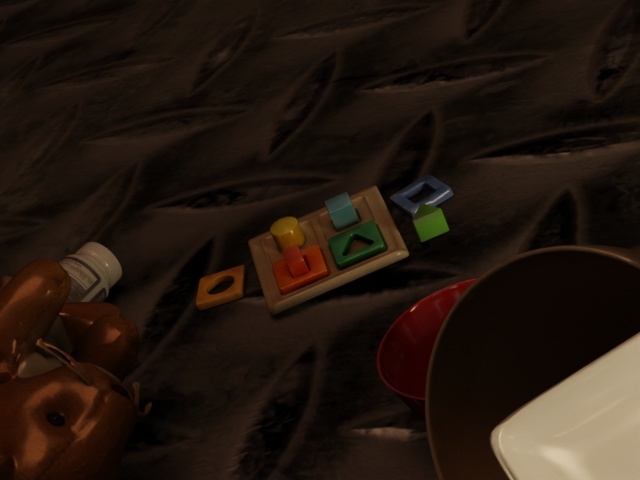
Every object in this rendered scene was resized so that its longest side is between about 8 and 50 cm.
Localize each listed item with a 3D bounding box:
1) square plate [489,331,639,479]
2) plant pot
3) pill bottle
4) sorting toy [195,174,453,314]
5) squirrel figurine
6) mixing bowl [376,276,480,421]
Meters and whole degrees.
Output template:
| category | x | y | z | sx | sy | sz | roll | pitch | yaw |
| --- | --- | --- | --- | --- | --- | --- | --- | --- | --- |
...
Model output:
| category | x | y | z | sx | sy | sz | roll | pitch | yaw |
| --- | --- | --- | --- | --- | --- | --- | --- | --- | --- |
| square plate | 0.334 | 0.182 | 0.950 | 0.347 | 0.344 | 0.049 | -32 | -4 | -14 |
| plant pot | 0.254 | 0.135 | 1.145 | 0.284 | 0.284 | 0.191 | 3 | 8 | 39 |
| pill bottle | -0.325 | 0.068 | 1.835 | 0.078 | 0.078 | 0.137 | 3 | 39 | 40 |
| sorting toy | 0.000 | 0.000 | 1.736 | 0.347 | 0.047 | 0.196 | -24 | 29 | 1 |
| squirrel figurine | -0.357 | 0.213 | 1.499 | 0.397 | 0.281 | 0.370 | -42 | 41 | -3 |
| mixing bowl | 0.155 | 0.127 | 1.358 | 0.181 | 0.098 | 0.181 | -19 | 29 | 11 |
